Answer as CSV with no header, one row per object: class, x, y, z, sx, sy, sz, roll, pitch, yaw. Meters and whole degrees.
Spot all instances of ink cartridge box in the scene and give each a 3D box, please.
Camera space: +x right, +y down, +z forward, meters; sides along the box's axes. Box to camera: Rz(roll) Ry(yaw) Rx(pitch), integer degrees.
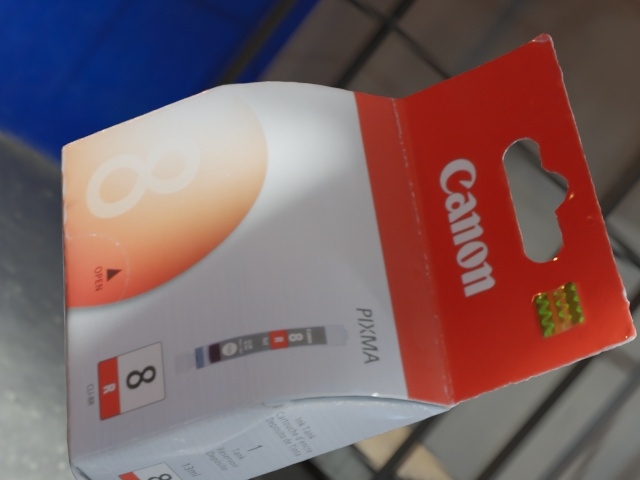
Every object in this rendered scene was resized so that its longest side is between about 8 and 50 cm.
ink cartridge box,0.000,0.000,0.626,0.045,0.179,0.145,53,21,-44
